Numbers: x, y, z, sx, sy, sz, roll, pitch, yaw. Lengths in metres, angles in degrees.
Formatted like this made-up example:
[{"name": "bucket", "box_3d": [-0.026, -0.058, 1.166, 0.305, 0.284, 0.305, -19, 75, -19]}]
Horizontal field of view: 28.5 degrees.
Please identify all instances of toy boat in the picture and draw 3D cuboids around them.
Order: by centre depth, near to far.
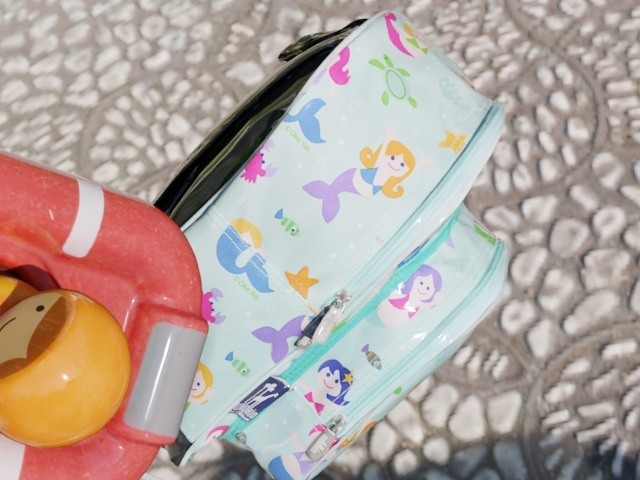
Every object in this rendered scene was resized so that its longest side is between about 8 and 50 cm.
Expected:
[{"name": "toy boat", "box_3d": [-0.130, 0.039, 0.498, 0.151, 0.231, 0.151, 12, 84, 50]}]

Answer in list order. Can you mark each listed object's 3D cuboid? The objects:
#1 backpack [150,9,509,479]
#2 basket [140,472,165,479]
[{"name": "backpack", "box_3d": [0.000, 0.000, 0.709, 0.191, 0.225, 0.253, 37, 105, 1]}, {"name": "basket", "box_3d": [-0.099, 0.237, 0.717, 0.167, 0.113, 0.103, -58, 24, 6]}]
